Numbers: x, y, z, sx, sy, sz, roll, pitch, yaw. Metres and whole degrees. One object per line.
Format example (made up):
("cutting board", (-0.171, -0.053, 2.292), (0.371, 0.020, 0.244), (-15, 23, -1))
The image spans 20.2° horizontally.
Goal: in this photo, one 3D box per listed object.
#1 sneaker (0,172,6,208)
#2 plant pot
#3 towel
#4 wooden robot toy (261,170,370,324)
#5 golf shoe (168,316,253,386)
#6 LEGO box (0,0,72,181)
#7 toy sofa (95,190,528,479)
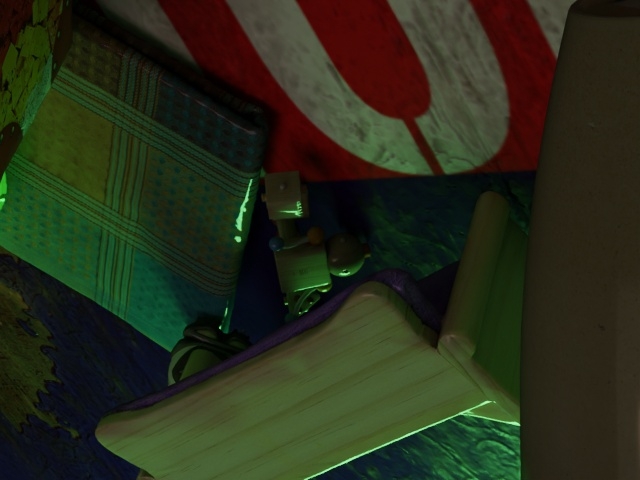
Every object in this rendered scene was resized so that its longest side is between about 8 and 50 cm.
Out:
("sneaker", (-0.414, -0.046, 1.623), (0.185, 0.202, 0.483), (58, 150, 18))
("plant pot", (0.219, -0.006, 1.002), (0.256, 0.256, 0.274), (4, 111, 41))
("towel", (-0.177, -0.054, 1.567), (0.271, 0.040, 0.370), (31, 145, 10))
("wooden robot toy", (0.000, 0.000, 1.458), (0.079, 0.076, 0.173), (-7, 136, 2))
("golf shoe", (-0.043, 0.143, 1.599), (0.198, 0.094, 0.077), (16, 142, 3))
("LEGO box", (-0.431, -0.274, 1.244), (0.500, 0.193, 0.372), (14, 137, 5))
("toy sofa", (0.007, 0.095, 1.376), (0.177, 0.150, 0.362), (42, 133, -20))
